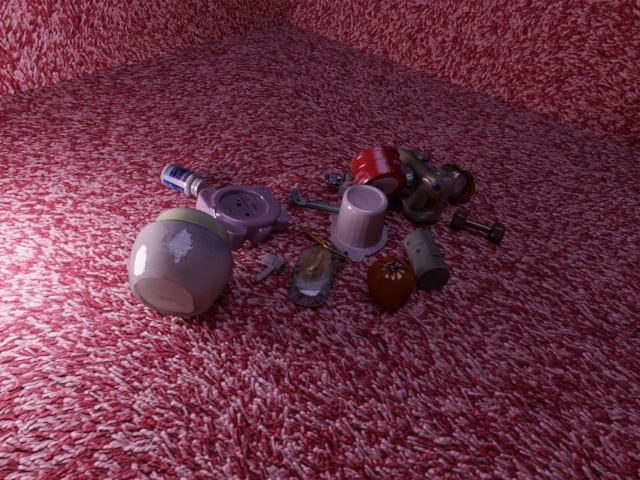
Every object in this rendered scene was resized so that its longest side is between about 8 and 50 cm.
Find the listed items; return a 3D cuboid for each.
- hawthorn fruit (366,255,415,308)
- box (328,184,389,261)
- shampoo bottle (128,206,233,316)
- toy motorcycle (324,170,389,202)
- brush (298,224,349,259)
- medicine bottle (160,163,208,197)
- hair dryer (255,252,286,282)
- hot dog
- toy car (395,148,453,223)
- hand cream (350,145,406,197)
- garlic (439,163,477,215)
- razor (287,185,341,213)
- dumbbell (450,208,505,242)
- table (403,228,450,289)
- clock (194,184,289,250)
[{"bbox_3d":[0.253,0.153,1.621,0.189,0.189,0.189,5,41,-4],"label":"hawthorn fruit"},{"bbox_3d":[0.160,-0.085,1.836,0.263,0.206,0.291,11,45,5],"label":"box"},{"bbox_3d":[-0.452,0.079,1.471,0.323,0.322,0.317,9,54,0],"label":"shampoo bottle"},{"bbox_3d":[0.166,-0.239,2.103,0.173,0.108,0.307,-25,53,-39],"label":"toy motorcycle"},{"bbox_3d":[0.000,0.000,1.836,0.272,0.013,0.103,35,7,36],"label":"brush"},{"bbox_3d":[-0.598,-0.261,1.989,0.192,0.107,0.107,23,43,16],"label":"medicine bottle"},{"bbox_3d":[-0.203,0.111,1.690,0.082,0.047,0.137,29,52,23],"label":"hair dryer"},{"bbox_3d":[-0.024,0.130,1.671,0.163,0.081,0.270,10,47,10],"label":"hot dog"},{"bbox_3d":[0.411,-0.256,2.056,0.226,0.242,0.336,-3,40,-22],"label":"toy car"},{"bbox_3d":[0.247,-0.283,1.934,0.230,0.230,0.149,-4,66,-14],"label":"hand cream"},{"bbox_3d":[0.653,-0.251,2.137,0.207,0.207,0.256,6,48,-4],"label":"garlic"},{"bbox_3d":[-0.006,-0.161,2.031,0.278,0.056,0.111,17,42,-1],"label":"razor"},{"bbox_3d":[0.703,-0.064,2.013,0.231,0.082,0.092,21,44,14],"label":"dumbbell"},{"bbox_3d":[0.414,0.073,1.774,0.127,0.126,0.220,0,43,-10],"label":"table"},{"bbox_3d":[-0.312,-0.113,1.843,0.322,0.113,0.295,-15,53,-39],"label":"clock"}]
